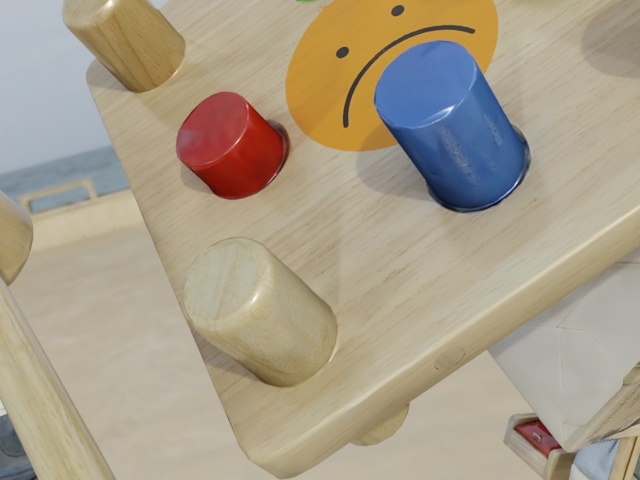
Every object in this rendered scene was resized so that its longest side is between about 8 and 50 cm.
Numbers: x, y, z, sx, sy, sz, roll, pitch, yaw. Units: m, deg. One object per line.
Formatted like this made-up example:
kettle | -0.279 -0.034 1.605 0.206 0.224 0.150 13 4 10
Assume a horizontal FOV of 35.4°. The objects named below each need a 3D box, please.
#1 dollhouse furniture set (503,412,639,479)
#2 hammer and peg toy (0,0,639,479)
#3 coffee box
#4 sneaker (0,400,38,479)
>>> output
dollhouse furniture set | 0.265 0.202 1.047 0.128 0.129 0.183 2 20 -28
hammer and peg toy | -0.007 -0.034 0.421 0.361 0.127 0.266 -36 50 6
coffee box | 0.219 0.013 0.565 0.246 0.098 0.141 -9 -38 -40
sneaker | -0.277 0.206 0.703 0.086 0.164 0.226 -17 2 39
